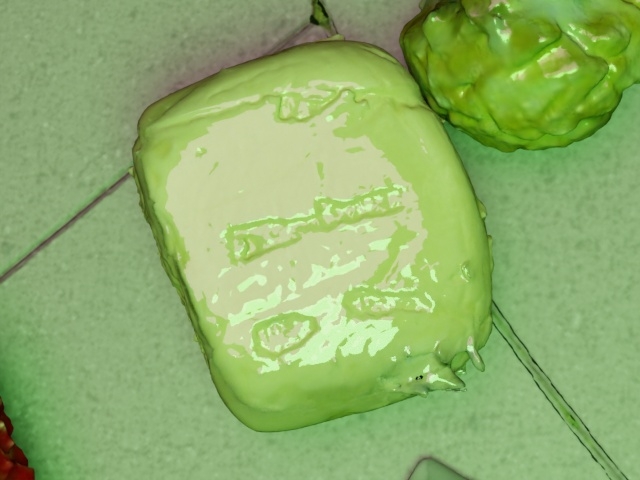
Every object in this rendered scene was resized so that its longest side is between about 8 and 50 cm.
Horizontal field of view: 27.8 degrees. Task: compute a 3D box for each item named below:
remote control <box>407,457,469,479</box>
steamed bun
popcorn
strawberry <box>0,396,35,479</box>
[{"bbox_3d":[0.178,0.275,0.902,0.313,0.055,0.109,29,85,15],"label":"remote control"},{"bbox_3d":[0.000,0.000,0.942,0.232,0.166,0.273,-23,86,-1],"label":"steamed bun"},{"bbox_3d":[0.155,-0.172,0.930,0.198,0.212,0.198,6,42,-5],"label":"popcorn"},{"bbox_3d":[-0.352,0.201,0.930,0.292,0.292,0.343,-18,90,7],"label":"strawberry"}]
